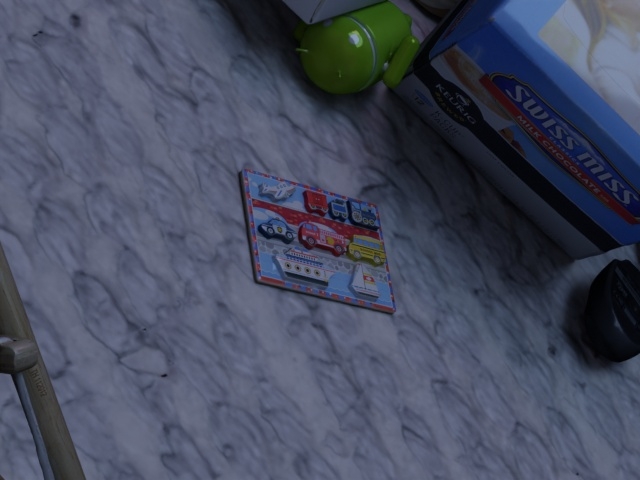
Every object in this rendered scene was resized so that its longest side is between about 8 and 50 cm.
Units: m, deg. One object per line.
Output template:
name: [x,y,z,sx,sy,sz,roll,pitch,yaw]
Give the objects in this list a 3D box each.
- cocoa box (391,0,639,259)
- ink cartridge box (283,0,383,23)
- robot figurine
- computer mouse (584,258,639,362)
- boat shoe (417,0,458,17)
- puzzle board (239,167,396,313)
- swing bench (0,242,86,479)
cocoa box: [0.272,-0.192,1.480,0.231,0.228,0.347,43,73,-8]
ink cartridge box: [-0.019,-0.312,1.462,0.273,0.114,0.197,44,38,17]
robot figurine: [0.029,-0.155,1.465,0.101,0.067,0.115,31,34,21]
computer mouse: [0.267,0.033,1.569,0.071,0.041,0.242,55,33,-8]
boat shoe: [0.059,-0.327,1.606,0.285,0.092,0.103,52,38,2]
puzzle board: [0.000,0.000,1.364,0.128,0.011,0.096,14,51,-34]
swing bench: [-0.230,0.158,0.914,0.253,0.165,0.254,-23,78,-49]
